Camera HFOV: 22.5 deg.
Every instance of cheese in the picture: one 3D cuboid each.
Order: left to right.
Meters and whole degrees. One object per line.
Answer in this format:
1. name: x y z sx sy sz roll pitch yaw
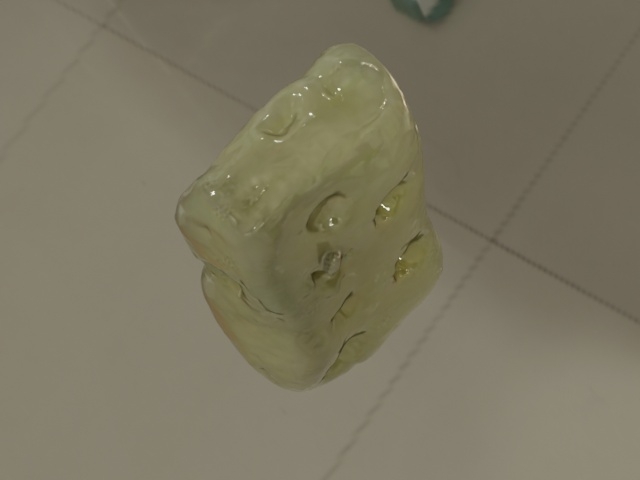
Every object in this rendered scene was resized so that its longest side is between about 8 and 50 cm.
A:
1. cheese: 0.001 0.001 1.025 0.159 0.263 0.093 -39 64 -13
